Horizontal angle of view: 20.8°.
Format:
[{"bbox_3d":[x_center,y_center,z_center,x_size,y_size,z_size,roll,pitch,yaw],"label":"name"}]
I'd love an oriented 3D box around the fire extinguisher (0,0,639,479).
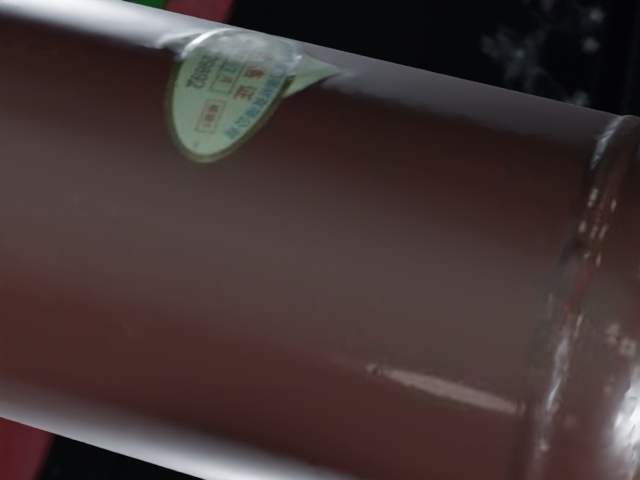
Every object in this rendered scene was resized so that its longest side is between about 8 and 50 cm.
[{"bbox_3d":[0.000,0.000,0.436,0.114,0.337,0.135,44,62,-73],"label":"fire extinguisher"}]
